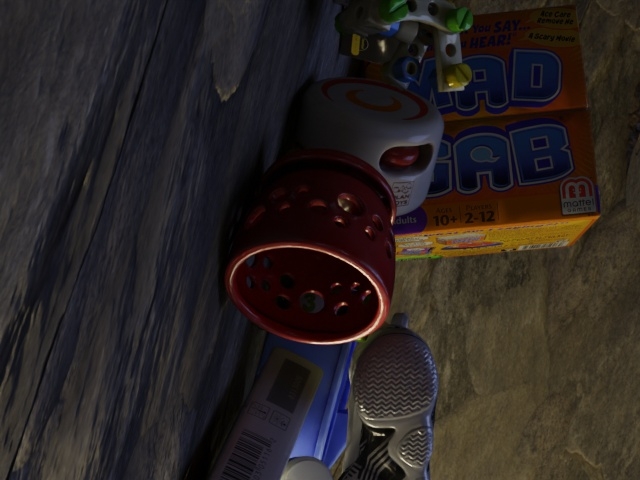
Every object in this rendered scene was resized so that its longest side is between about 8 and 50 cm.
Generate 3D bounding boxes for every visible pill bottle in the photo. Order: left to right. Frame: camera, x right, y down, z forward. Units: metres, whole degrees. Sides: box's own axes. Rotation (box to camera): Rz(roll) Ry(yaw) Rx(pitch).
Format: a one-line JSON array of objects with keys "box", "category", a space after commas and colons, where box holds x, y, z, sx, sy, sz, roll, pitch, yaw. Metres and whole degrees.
[{"box": [-0.024, 0.337, 1.513, 0.137, 0.078, 0.078, 123, -16, -75], "category": "pill bottle"}]

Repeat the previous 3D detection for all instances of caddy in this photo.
[{"box": [0.002, 0.221, 1.764, 0.241, 0.179, 0.341, 46, 58, -82], "category": "caddy"}]

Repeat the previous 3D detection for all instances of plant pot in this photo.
[{"box": [0.000, 0.000, 1.276, 0.191, 0.191, 0.174, 95, 8, -52], "category": "plant pot"}]

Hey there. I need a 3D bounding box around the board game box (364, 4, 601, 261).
[{"box": [0.271, -0.170, 1.931, 0.356, 0.357, 0.356, 54, 32, -81], "category": "board game box"}]

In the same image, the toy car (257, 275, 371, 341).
[{"box": [0.000, 0.029, 1.525, 0.149, 0.155, 0.188, -60, 153, -64], "category": "toy car"}]

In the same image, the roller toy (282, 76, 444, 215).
[{"box": [0.058, -0.119, 1.453, 0.209, 0.191, 0.146, -61, 165, -63], "category": "roller toy"}]

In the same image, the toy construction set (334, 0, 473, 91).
[{"box": [0.114, -0.360, 1.371, 0.151, 0.215, 0.327, -22, -127, 51], "category": "toy construction set"}]

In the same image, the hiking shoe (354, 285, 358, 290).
[{"box": [0.052, -0.027, 1.883, 0.086, 0.114, 0.226, 70, 35, -78], "category": "hiking shoe"}]

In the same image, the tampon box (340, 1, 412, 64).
[{"box": [0.100, -0.361, 1.638, 0.120, 0.102, 0.161, 93, 15, -55], "category": "tampon box"}]

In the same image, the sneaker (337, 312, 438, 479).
[{"box": [0.097, 0.283, 1.571, 0.210, 0.138, 0.365, -73, 169, -75], "category": "sneaker"}]

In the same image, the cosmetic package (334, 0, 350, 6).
[{"box": [0.061, -0.374, 1.489, 0.041, 0.060, 0.115, 81, 26, -76], "category": "cosmetic package"}]

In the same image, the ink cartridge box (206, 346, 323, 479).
[{"box": [-0.139, 0.377, 1.529, 0.385, 0.091, 0.308, -61, -178, 34], "category": "ink cartridge box"}]
